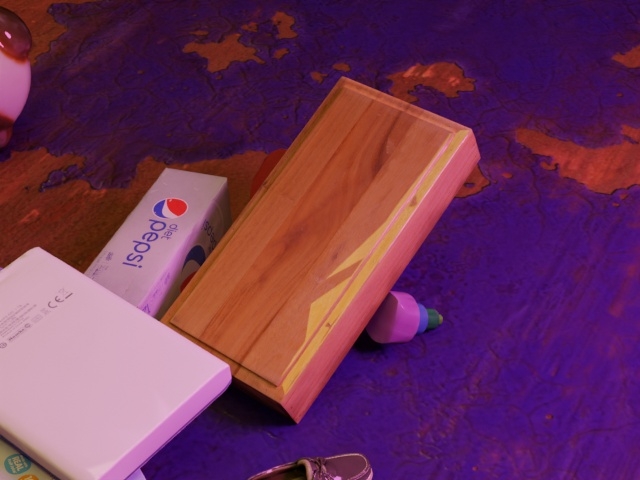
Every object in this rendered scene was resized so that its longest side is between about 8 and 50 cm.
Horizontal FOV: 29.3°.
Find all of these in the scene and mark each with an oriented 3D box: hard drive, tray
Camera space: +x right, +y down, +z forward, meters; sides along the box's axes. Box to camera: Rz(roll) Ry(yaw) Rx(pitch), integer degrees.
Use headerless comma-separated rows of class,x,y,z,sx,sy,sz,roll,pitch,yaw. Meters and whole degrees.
hard drive,-0.288,0.140,1.372,0.318,0.040,0.210,28,51,29
tray,0.000,0.000,1.510,0.202,0.076,0.411,26,71,29

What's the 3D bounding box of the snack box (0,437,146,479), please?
snack box,-0.297,0.276,1.304,0.207,0.070,0.174,-18,42,-24

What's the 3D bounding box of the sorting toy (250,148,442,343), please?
sorting toy,0.045,0.012,1.637,0.126,0.127,0.365,7,30,-42

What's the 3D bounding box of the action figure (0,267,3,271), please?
action figure,-0.581,0.081,1.526,0.330,0.179,0.341,39,25,30

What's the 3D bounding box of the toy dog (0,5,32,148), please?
toy dog,-0.622,-0.278,1.880,0.408,0.285,0.395,28,10,32

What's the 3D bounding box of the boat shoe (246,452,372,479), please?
boat shoe,-0.012,0.263,1.337,0.152,0.049,0.056,-17,41,-20

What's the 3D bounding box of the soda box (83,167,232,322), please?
soda box,-0.213,0.024,1.601,0.098,0.091,0.286,10,40,16
